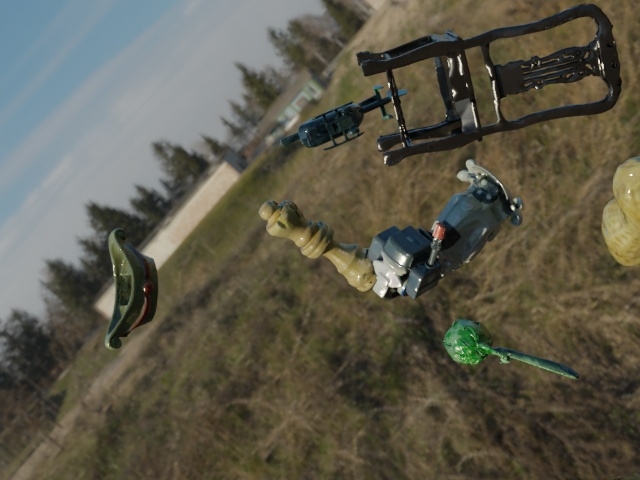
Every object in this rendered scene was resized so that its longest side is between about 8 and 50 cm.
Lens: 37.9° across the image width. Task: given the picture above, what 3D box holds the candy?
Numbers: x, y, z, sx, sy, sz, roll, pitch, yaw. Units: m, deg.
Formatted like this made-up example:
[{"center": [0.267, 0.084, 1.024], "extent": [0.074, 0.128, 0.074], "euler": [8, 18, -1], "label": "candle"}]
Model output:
[{"center": [0.372, 0.225, 1.834], "extent": [0.324, 0.097, 0.097], "euler": [12, 57, 51], "label": "candy"}]

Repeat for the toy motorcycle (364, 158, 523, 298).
[{"center": [0.153, -0.011, 1.104], "extent": [0.221, 0.102, 0.150], "euler": [-29, -31, -32], "label": "toy motorcycle"}]

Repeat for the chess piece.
[{"center": [0.000, 0.001, 1.162], "extent": [0.060, 0.172, 0.060], "euler": [-51, 18, 23], "label": "chess piece"}]

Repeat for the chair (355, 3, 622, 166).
[{"center": [0.157, -0.153, 0.895], "extent": [0.229, 0.106, 0.113], "euler": [-13, 15, 5], "label": "chair"}]

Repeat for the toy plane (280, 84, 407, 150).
[{"center": [0.047, -0.207, 1.577], "extent": [0.235, 0.060, 0.096], "euler": [-25, 14, -11], "label": "toy plane"}]

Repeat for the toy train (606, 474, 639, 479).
[{"center": [0.184, 0.171, 0.385], "extent": [0.159, 0.326, 0.129], "euler": [25, 102, 45], "label": "toy train"}]

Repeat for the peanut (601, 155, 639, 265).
[{"center": [0.480, -0.040, 1.400], "extent": [0.229, 0.103, 0.098], "euler": [82, -162, -58], "label": "peanut"}]

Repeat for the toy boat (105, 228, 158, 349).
[{"center": [-0.291, 0.075, 1.429], "extent": [0.089, 0.071, 0.184], "euler": [-12, 76, 57], "label": "toy boat"}]
